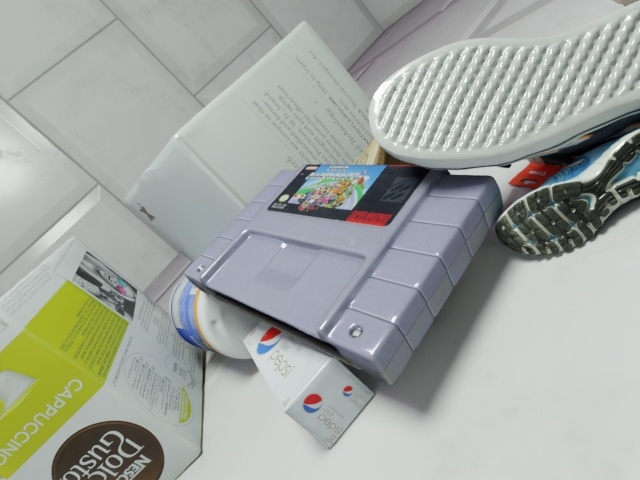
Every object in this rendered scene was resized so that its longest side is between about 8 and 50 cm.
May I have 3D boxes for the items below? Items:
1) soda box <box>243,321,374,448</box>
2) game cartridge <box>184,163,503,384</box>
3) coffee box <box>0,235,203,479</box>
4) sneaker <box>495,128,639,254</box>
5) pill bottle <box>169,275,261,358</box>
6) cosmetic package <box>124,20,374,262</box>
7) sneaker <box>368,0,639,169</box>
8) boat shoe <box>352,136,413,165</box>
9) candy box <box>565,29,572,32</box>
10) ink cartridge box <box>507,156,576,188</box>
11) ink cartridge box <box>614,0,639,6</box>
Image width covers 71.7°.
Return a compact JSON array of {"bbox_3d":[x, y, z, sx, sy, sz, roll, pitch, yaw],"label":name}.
[{"bbox_3d":[-0.026,0.147,0.529,0.074,0.069,0.216,-47,19,-9],"label":"soda box"},{"bbox_3d":[0.000,0.000,0.524,0.355,0.068,0.230,11,59,48],"label":"game cartridge"},{"bbox_3d":[-0.421,0.257,0.702,0.337,0.334,0.338,-44,21,-1],"label":"coffee box"},{"bbox_3d":[0.242,-0.043,0.414,0.162,0.063,0.073,-33,3,21],"label":"sneaker"},{"bbox_3d":[-0.174,0.117,0.773,0.152,0.152,0.272,-54,20,-25],"label":"pill bottle"},{"bbox_3d":[-0.105,-0.139,0.898,0.329,0.327,0.394,-19,30,52],"label":"cosmetic package"},{"bbox_3d":[0.215,-0.133,0.438,0.321,0.126,0.127,-9,-10,18],"label":"sneaker"},{"bbox_3d":[0.089,-0.090,0.708,0.110,0.121,0.341,-21,31,48],"label":"boat shoe"},{"bbox_3d":[0.327,-0.228,0.572,0.105,0.027,0.206,-36,20,17],"label":"candy box"},{"bbox_3d":[0.271,-0.111,0.515,0.115,0.029,0.063,-44,19,0],"label":"ink cartridge box"},{"bbox_3d":[0.386,-0.317,0.451,0.235,0.056,0.171,-12,-10,-39],"label":"ink cartridge box"}]
